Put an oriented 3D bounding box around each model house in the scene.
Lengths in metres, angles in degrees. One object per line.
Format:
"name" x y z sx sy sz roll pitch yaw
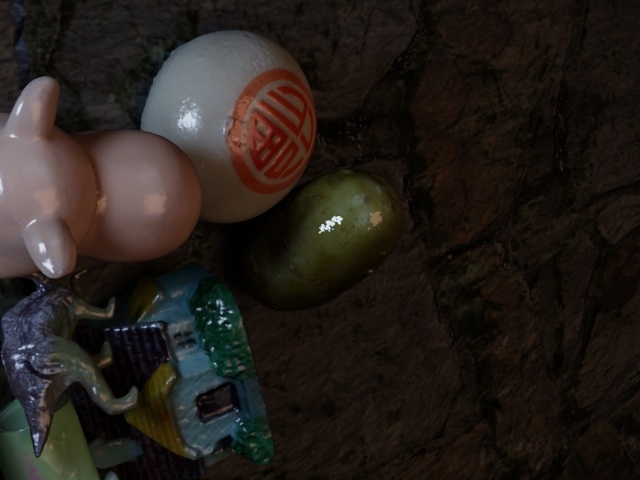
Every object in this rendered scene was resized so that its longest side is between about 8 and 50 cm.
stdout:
"model house" -0.233 0.202 1.768 0.249 0.230 0.280 -20 114 -19

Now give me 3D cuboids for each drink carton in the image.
"drink carton" -0.362 0.282 1.674 0.144 0.146 0.142 -31 113 -42

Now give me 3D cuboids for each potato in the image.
"potato" 0.000 0.000 1.920 0.210 0.307 0.173 -10 70 -45

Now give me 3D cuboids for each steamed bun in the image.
"steamed bun" -0.113 -0.160 1.824 0.283 0.177 0.283 -15 111 -47

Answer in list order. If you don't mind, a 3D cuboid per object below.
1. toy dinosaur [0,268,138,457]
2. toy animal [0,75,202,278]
"toy dinosaur" -0.338 0.125 1.633 0.162 0.077 0.294 -2 59 -31
"toy animal" -0.307 -0.055 1.569 0.326 0.269 0.237 -4 81 -10
